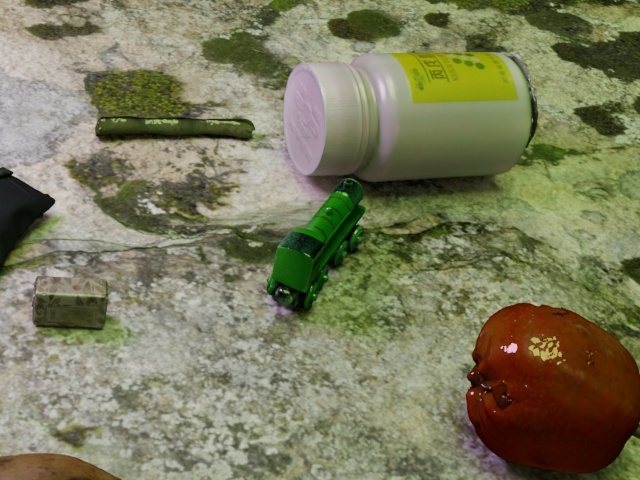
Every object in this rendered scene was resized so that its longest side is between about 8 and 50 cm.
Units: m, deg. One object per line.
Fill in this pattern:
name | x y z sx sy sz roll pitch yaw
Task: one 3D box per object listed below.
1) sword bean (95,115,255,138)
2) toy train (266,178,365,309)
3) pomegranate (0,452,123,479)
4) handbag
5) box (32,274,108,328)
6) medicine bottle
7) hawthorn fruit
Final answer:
sword bean | -0.240 -0.189 1.960 0.269 0.038 0.043 -1 34 -21
toy train | 0.000 0.000 1.731 0.085 0.119 0.251 22 39 12
pomegranate | -0.277 0.345 1.069 0.322 0.322 0.322 9 38 -7
handbag | -0.522 -0.061 1.650 0.254 0.088 0.211 31 40 -3
box | -0.332 0.082 1.565 0.098 0.062 0.045 5 40 -14
medicine bottle | 0.145 -0.205 1.958 0.379 0.213 0.213 -5 41 -23
hawthorn fruit | 0.327 0.203 1.521 0.299 0.211 0.211 23 37 -9
